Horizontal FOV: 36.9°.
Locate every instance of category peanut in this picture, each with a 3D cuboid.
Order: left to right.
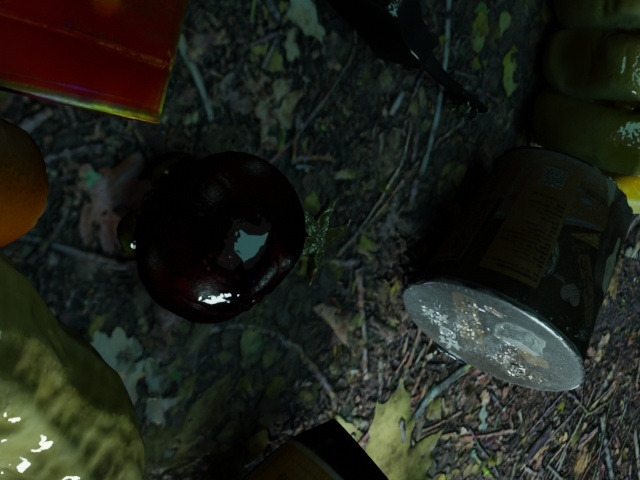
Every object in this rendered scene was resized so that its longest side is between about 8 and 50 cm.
[{"bbox_3d":[-0.227,0.109,0.685,0.149,0.149,0.313,-50,137,-21],"label":"peanut"}]

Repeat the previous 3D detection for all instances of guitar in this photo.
[{"bbox_3d":[0.101,-0.182,0.967,0.271,0.084,0.038,36,82,-52],"label":"guitar"}]

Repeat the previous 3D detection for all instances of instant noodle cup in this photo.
[{"bbox_3d":[0.229,0.027,1.069,0.207,0.217,0.217,-59,135,-21],"label":"instant noodle cup"}]

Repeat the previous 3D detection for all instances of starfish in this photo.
[{"bbox_3d":[0.000,0.000,0.962,0.092,0.016,0.086,-22,120,-41],"label":"starfish"}]

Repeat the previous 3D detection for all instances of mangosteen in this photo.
[{"bbox_3d":[-0.091,-0.010,0.789,0.152,0.152,0.152,-17,115,-40],"label":"mangosteen"}]

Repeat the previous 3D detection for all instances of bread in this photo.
[{"bbox_3d":[0.413,-0.191,1.170,0.300,0.210,0.341,11,96,-44],"label":"bread"}]

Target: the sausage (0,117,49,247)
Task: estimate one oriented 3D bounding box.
[{"bbox_3d":[-0.249,-0.035,0.492,0.089,0.083,0.300,-33,168,20],"label":"sausage"}]

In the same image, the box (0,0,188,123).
[{"bbox_3d":[-0.159,-0.248,0.631,0.197,0.089,0.313,3,101,-65],"label":"box"}]

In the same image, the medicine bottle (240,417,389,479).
[{"bbox_3d":[-0.065,0.371,0.879,0.395,0.242,0.242,-41,130,-12],"label":"medicine bottle"}]
